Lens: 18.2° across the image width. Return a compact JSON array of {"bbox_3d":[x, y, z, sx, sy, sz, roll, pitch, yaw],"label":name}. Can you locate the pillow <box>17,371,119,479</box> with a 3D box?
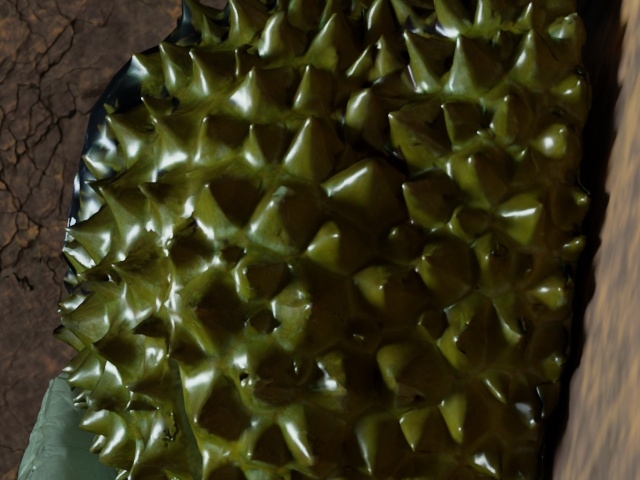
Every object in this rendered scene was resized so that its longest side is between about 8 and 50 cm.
[{"bbox_3d":[-0.118,0.256,1.247,0.274,0.076,0.281,59,-163,-25],"label":"pillow"}]

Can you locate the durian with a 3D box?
[{"bbox_3d":[-0.003,-0.013,0.581,0.193,0.137,0.237,105,175,-57],"label":"durian"}]
